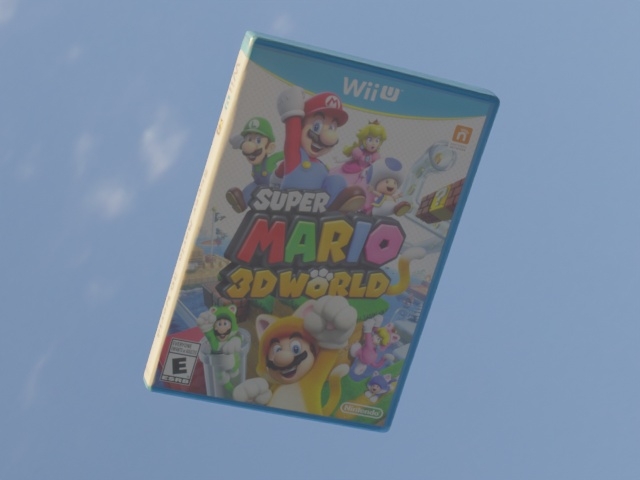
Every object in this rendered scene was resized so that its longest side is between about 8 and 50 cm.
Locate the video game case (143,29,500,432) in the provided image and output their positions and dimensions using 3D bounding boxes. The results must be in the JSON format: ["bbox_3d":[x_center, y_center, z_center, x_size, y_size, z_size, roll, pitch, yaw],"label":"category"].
[{"bbox_3d":[0.000,0.000,0.833,0.119,0.166,0.015,12,-164,-19],"label":"video game case"}]
